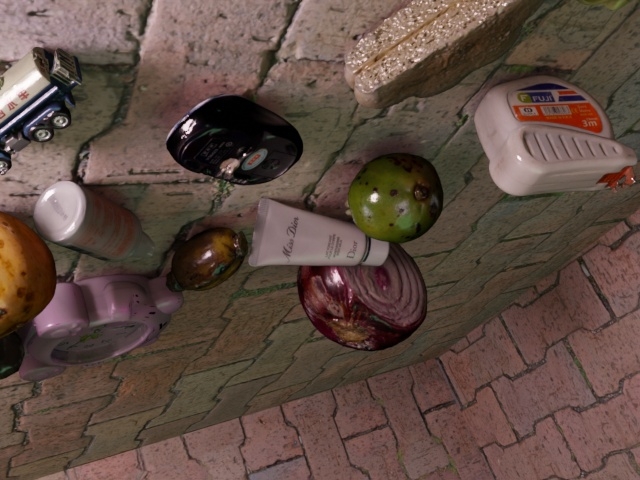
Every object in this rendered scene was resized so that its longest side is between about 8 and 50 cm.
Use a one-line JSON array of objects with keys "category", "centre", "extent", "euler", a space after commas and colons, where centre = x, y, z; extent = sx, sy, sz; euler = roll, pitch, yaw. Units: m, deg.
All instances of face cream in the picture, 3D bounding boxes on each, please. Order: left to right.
[{"category": "face cream", "centre": [-0.361, -0.016, 1.133], "extent": [0.101, 0.101, 0.251], "euler": [-29, 158, 11]}, {"category": "face cream", "centre": [0.000, 0.000, 1.427], "extent": [0.314, 0.143, 0.089], "euler": [8, -171, -26]}]

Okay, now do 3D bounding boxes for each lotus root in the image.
[{"category": "lotus root", "centre": [-0.237, 0.042, 1.370], "extent": [0.209, 0.120, 0.120], "euler": [-31, 157, 18]}]

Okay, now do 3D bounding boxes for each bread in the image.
[{"category": "bread", "centre": [0.203, -0.311, 1.033], "extent": [0.337, 0.102, 0.183], "euler": [-31, 156, 20]}]

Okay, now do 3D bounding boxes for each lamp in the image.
[{"category": "lamp", "centre": [-0.623, 0.214, 1.280], "extent": [0.101, 0.101, 0.250], "euler": [-10, -167, -30]}]

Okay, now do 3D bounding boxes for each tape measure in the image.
[{"category": "tape measure", "centre": [0.450, -0.199, 1.314], "extent": [0.258, 0.265, 0.130], "euler": [-6, 151, -15]}]

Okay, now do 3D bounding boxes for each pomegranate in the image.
[{"category": "pomegranate", "centre": [-0.509, 0.043, 1.000], "extent": [0.215, 0.215, 0.215], "euler": [-20, 157, -9]}, {"category": "pomegranate", "centre": [0.142, -0.086, 1.399], "extent": [0.202, 0.202, 0.247], "euler": [-10, -176, -30]}]

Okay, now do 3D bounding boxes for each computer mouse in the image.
[{"category": "computer mouse", "centre": [-0.133, -0.162, 1.042], "extent": [0.137, 0.096, 0.233], "euler": [-42, 148, 27]}]

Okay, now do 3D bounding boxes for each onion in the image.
[{"category": "onion", "centre": [0.081, 0.124, 1.646], "extent": [0.336, 0.282, 0.260], "euler": [28, 143, -26]}]

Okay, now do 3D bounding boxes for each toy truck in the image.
[{"category": "toy truck", "centre": [-0.381, -0.161, 0.828], "extent": [0.201, 0.074, 0.088], "euler": [-31, 152, 16]}]

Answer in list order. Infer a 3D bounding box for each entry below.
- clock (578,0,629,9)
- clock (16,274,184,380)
[{"category": "clock", "centre": [0.437, -0.436, 1.021], "extent": [0.231, 0.069, 0.170], "euler": [-12, 154, -31]}, {"category": "clock", "centre": [-0.475, 0.177, 1.433], "extent": [0.322, 0.113, 0.295], "euler": [-7, 152, -38]}]
